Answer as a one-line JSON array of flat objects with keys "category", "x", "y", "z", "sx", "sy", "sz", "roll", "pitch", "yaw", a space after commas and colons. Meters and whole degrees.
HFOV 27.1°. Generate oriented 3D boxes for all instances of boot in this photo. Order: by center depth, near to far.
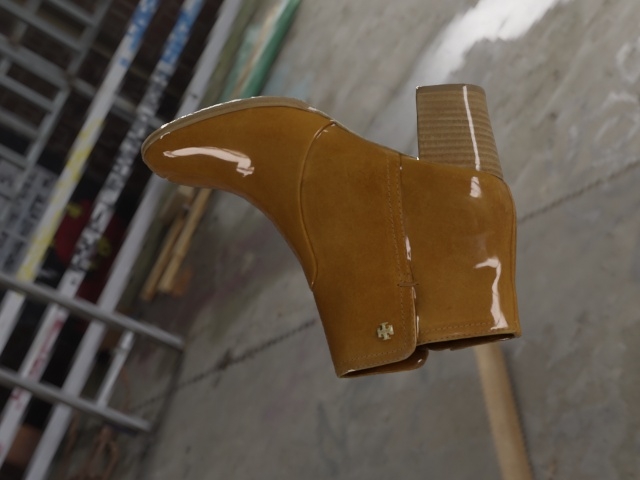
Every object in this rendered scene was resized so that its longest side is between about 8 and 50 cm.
[{"category": "boot", "x": 0.001, "y": 0.000, "z": 1.010, "sx": 0.104, "sy": 0.295, "sz": 0.211, "roll": 40, "pitch": -134, "yaw": -69}]
